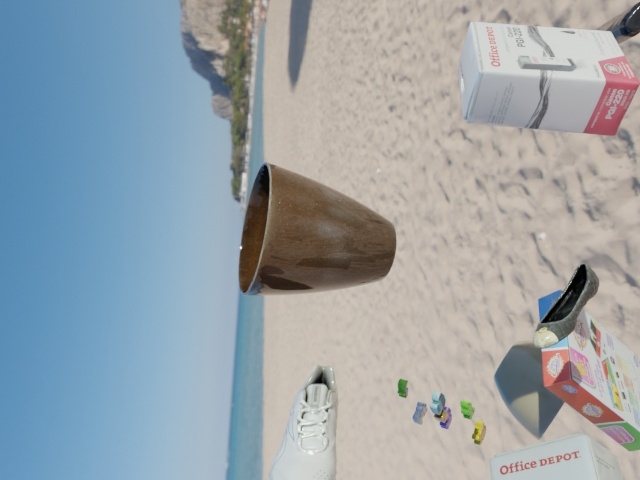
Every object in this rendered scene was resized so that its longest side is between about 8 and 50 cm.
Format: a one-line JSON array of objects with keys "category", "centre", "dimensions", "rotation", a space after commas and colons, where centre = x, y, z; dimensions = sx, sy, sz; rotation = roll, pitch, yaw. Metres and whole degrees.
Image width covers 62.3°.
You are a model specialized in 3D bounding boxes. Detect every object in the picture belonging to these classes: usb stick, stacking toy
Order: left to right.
[{"category": "stacking toy", "centre": [0.280, 0.386, 1.214], "dimensions": [0.052, 0.167, 0.221], "rotation": [-62, -38, -28]}, {"category": "usb stick", "centre": [0.615, -0.437, 1.123], "dimensions": [0.077, 0.045, 0.278], "rotation": [-50, -1, 11]}]

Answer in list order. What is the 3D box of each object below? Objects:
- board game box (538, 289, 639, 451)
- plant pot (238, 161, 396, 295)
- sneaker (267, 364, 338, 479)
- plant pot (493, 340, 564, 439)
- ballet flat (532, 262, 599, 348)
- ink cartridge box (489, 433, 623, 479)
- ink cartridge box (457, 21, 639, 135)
[{"category": "board game box", "centre": [0.628, 0.295, 1.211], "dimensions": [0.064, 0.316, 0.242], "rotation": [-36, 25, 41]}, {"category": "plant pot", "centre": [0.000, 0.000, 0.877], "dimensions": [0.215, 0.230, 0.215], "rotation": [-170, 90, -73]}, {"category": "sneaker", "centre": [-0.021, 0.314, 0.871], "dimensions": [0.297, 0.111, 0.129], "rotation": [-85, 1, -72]}, {"category": "plant pot", "centre": [0.624, 0.401, 1.544], "dimensions": [0.284, 0.191, 0.284], "rotation": [-39, -32, -30]}, {"category": "ballet flat", "centre": [0.374, 0.102, 0.820], "dimensions": [0.049, 0.173, 0.057], "rotation": [56, 151, -14]}, {"category": "ink cartridge box", "centre": [0.310, 0.372, 0.667], "dimensions": [0.153, 0.087, 0.208], "rotation": [-33, 34, 36]}, {"category": "ink cartridge box", "centre": [0.324, -0.243, 0.786], "dimensions": [0.092, 0.218, 0.158], "rotation": [90, -174, -47]}]
